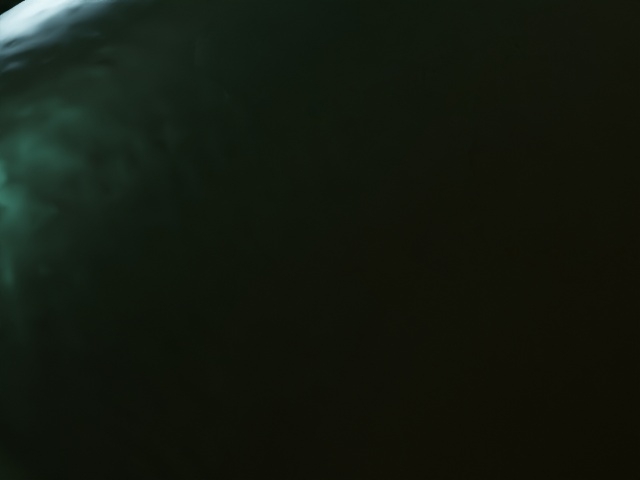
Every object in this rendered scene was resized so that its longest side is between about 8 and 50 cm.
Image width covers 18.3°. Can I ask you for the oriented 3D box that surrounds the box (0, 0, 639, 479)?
[{"bbox_3d":[0.013,0.042,0.485,0.216,0.301,0.301,-41,11,-13],"label":"box"}]

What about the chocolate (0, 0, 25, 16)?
[{"bbox_3d":[-0.078,0.053,0.794,0.303,0.303,0.213,-50,-9,-16],"label":"chocolate"}]
